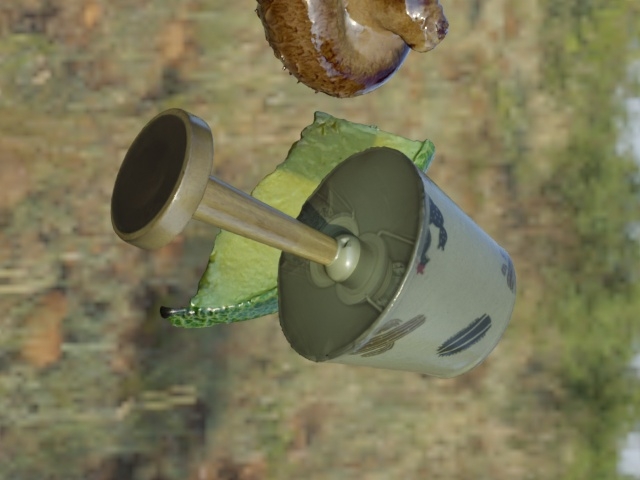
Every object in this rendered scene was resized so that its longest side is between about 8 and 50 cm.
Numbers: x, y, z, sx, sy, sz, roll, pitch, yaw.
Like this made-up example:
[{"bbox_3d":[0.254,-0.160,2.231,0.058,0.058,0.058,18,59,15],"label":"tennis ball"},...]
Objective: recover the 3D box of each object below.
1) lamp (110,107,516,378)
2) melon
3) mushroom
[{"bbox_3d":[0.000,0.000,0.932,0.121,0.215,0.121,-36,-138,40],"label":"lamp"},{"bbox_3d":[-0.018,-0.015,1.366,0.114,0.262,0.053,50,-27,-1],"label":"melon"},{"bbox_3d":[0.017,-0.137,0.929,0.126,0.109,0.085,-53,-174,-21],"label":"mushroom"}]
